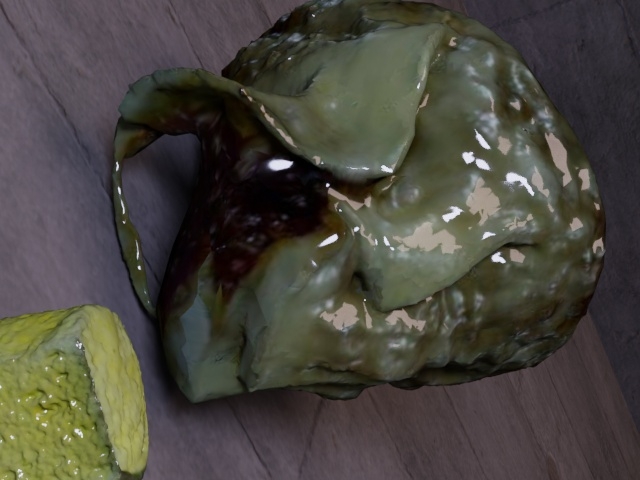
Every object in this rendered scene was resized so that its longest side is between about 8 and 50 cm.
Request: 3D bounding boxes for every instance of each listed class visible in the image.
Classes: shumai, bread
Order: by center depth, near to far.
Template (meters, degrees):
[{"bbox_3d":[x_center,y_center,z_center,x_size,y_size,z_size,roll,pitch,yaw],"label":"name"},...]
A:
[{"bbox_3d":[-0.167,0.101,0.760,0.111,0.114,0.129,-50,124,-73],"label":"bread"},{"bbox_3d":[0.000,0.000,1.043,0.348,0.395,0.395,-30,104,-43],"label":"shumai"}]
